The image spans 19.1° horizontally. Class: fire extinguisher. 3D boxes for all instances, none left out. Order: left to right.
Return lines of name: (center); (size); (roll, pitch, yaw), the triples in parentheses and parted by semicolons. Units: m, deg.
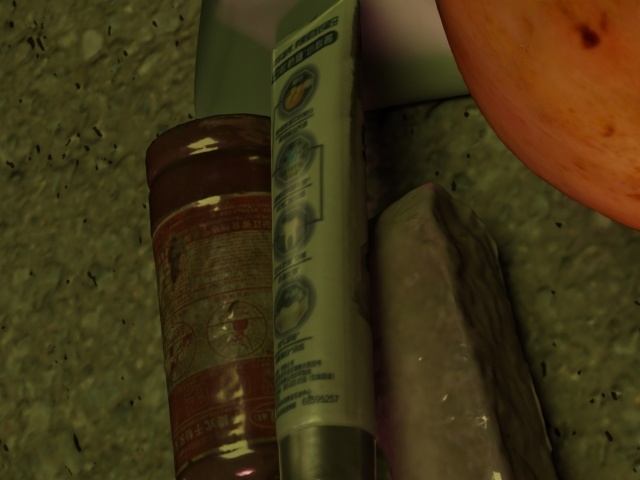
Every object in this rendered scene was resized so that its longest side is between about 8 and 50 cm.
fire extinguisher: (-0.038, 0.065, 0.813); (0.075, 0.106, 0.252); (-19, 62, 24)

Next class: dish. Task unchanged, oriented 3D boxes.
dish: (0.008, -0.183, 0.902); (0.182, 0.080, 0.243); (-7, 68, 29)

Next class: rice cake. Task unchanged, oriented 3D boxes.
rice cake: (0.074, 0.160, 0.735); (0.070, 0.064, 0.399); (-29, 58, 30)

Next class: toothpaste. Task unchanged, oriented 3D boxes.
toothpaste: (0.000, 0.000, 0.789); (0.062, 0.039, 0.239); (-35, 46, 42)

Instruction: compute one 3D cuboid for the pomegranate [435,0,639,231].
pomegranate: (0.154, -0.137, 0.704); (0.252, 0.229, 0.270); (-23, 55, 21)
